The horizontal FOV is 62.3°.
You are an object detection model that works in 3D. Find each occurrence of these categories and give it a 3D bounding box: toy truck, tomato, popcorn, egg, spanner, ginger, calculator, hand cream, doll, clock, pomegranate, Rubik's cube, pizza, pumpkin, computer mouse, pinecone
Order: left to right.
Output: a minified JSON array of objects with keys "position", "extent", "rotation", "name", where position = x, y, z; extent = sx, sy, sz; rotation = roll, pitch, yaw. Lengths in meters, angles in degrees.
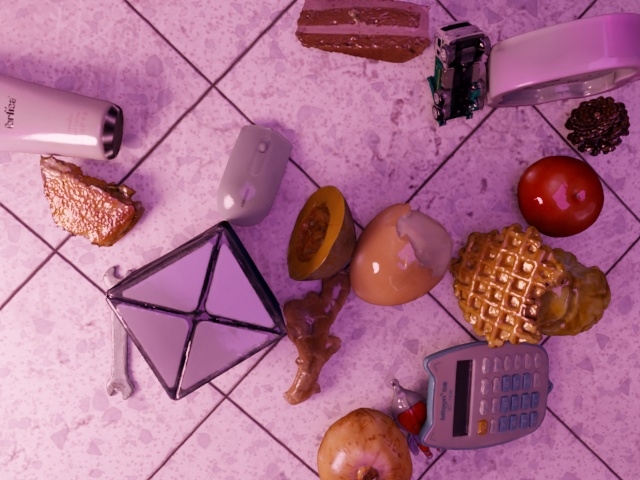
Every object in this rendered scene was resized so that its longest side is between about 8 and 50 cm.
[{"position":[-0.588,-0.250,1.082],"extent":[0.358,0.118,0.185],"rotation":[9,101,-2],"name":"hand cream"},{"position":[-0.496,-0.080,1.125],"extent":[0.226,0.069,0.147],"rotation":[25,104,-14],"name":"pizza"},{"position":[-0.449,0.207,1.179],"extent":[0.071,0.017,0.302],"rotation":[2,94,-7],"name":"spanner"},{"position":[-0.241,0.127,1.080],"extent":[0.255,0.260,0.259],"rotation":[-32,95,-5],"name":"Rubik's cube"},{"position":[-0.147,-0.143,1.163],"extent":[0.128,0.079,0.231],"rotation":[18,89,-11],"name":"computer mouse"},{"position":[-0.020,0.222,1.210],"extent":[0.148,0.081,0.334],"rotation":[7,95,-24],"name":"ginger"},{"position":[0.016,0.000,1.141],"extent":[0.110,0.217,0.217],"rotation":[27,91,-32],"name":"pumpkin"},{"position":[0.101,0.491,1.179],"extent":[0.215,0.215,0.215],"rotation":[-1,95,-7],"name":"pomegranate"},{"position":[0.169,0.038,1.156],"extent":[0.244,0.201,0.201],"rotation":[-44,99,10],"name":"egg"},{"position":[0.223,0.420,1.255],"extent":[0.102,0.075,0.227],"rotation":[-33,102,-5],"name":"doll"},{"position":[0.288,-0.365,1.152],"extent":[0.110,0.116,0.216],"rotation":[-16,139,-6],"name":"toy truck"},{"position":[0.399,0.360,1.255],"extent":[0.386,0.054,0.256],"rotation":[1,93,-20],"name":"calculator"},{"position":[0.544,0.126,1.223],"extent":[0.221,0.184,0.204],"rotation":[17,123,-11],"name":"popcorn"},{"position":[0.556,-0.101,1.224],"extent":[0.195,0.136,0.195],"rotation":[-1,95,-7],"name":"tomato"},{"position":[0.512,-0.364,1.103],"extent":[0.338,0.338,0.102],"rotation":[-7,93,-7],"name":"clock"},{"position":[0.645,-0.262,1.233],"extent":[0.140,0.140,0.121],"rotation":[-47,131,-2],"name":"pinecone"}]

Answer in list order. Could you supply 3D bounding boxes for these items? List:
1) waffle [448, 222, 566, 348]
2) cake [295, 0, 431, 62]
[{"position":[0.410,0.098,1.170],"extent":[0.051,0.291,0.291],"rotation":[-2,96,-45],"name":"waffle"},{"position":[0.095,-0.465,1.171],"extent":[0.295,0.113,0.116],"rotation":[9,88,4],"name":"cake"}]
